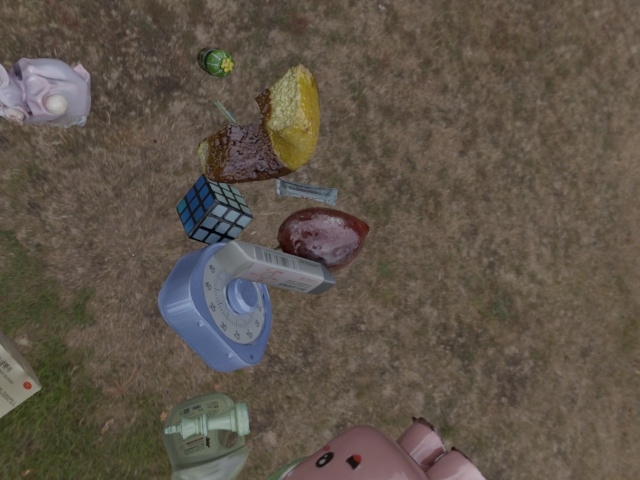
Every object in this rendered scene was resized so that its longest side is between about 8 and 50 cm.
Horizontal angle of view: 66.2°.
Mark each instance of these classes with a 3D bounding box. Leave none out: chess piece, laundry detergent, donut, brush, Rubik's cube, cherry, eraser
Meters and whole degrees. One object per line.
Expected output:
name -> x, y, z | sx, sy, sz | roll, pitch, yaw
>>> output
chess piece -> -0.204, 0.331, 0.886 | 0.149, 0.059, 0.059 | -5, 90, -9
laundry detergent -> -0.254, 0.465, 1.090 | 0.181, 0.253, 0.091 | -15, 124, -12
donut -> -0.095, -0.180, 0.938 | 0.151, 0.295, 0.112 | 29, 45, -43
brush -> -0.236, -0.320, 1.215 | 0.083, 0.016, 0.013 | 46, 57, -54
Rubik's cube -> -0.344, -0.091, 1.586 | 0.160, 0.162, 0.163 | -47, 141, 17
cherry -> 0.000, 0.000, 1.446 | 0.301, 0.230, 0.202 | -10, 68, 1
eraser -> -0.103, 0.077, 1.257 | 0.352, 0.089, 0.061 | 19, 46, -43

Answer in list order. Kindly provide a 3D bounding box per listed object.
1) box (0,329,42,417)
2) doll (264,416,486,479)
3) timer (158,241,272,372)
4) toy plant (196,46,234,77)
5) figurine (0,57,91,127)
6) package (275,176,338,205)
box -> -0.465, 0.152, 0.575 | 0.095, 0.211, 0.168 | 35, 56, 29
doll -> 0.050, 0.325, 0.523 | 0.269, 0.284, 0.216 | -26, 112, -19
timer -> -0.289, 0.177, 1.525 | 0.395, 0.173, 0.394 | 45, 34, -43
toy plant -> -0.342, -0.588, 1.622 | 0.093, 0.162, 0.092 | -18, 122, -31
figurine -> -0.561, -0.280, 0.925 | 0.276, 0.200, 0.133 | -20, 114, -56
package -> -0.024, -0.083, 0.839 | 0.111, 0.037, 0.015 | 12, 41, 10
